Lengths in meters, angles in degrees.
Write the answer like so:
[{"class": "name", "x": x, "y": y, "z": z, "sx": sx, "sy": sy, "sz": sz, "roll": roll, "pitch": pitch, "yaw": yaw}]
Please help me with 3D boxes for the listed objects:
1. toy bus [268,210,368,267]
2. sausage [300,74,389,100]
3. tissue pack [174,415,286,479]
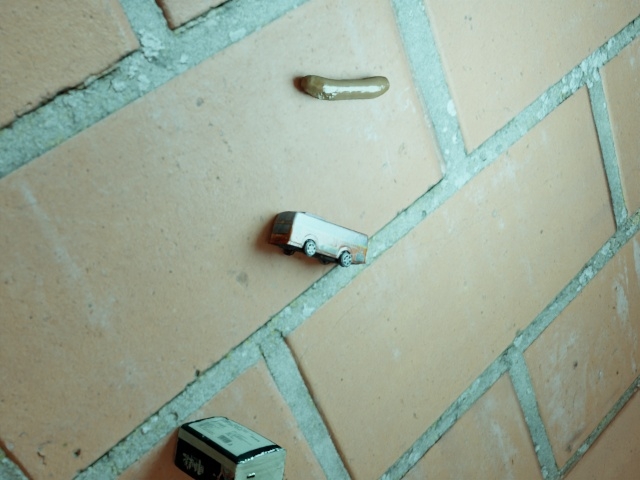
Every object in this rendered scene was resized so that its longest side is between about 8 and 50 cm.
[{"class": "toy bus", "x": 0.000, "y": 0.000, "z": 1.344, "sx": 0.192, "sy": 0.065, "sz": 0.077, "roll": 17, "pitch": 79, "yaw": -41}, {"class": "sausage", "x": 0.046, "y": -0.264, "z": 1.328, "sx": 0.186, "sy": 0.043, "sz": 0.043, "roll": -9, "pitch": 107, "yaw": -38}, {"class": "tissue pack", "x": -0.147, "y": 0.349, "z": 1.235, "sx": 0.103, "sy": 0.170, "sz": 0.090, "roll": -4, "pitch": 103, "yaw": -41}]
